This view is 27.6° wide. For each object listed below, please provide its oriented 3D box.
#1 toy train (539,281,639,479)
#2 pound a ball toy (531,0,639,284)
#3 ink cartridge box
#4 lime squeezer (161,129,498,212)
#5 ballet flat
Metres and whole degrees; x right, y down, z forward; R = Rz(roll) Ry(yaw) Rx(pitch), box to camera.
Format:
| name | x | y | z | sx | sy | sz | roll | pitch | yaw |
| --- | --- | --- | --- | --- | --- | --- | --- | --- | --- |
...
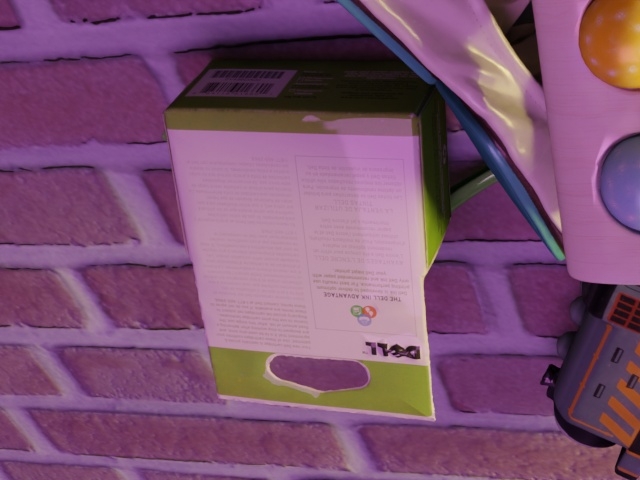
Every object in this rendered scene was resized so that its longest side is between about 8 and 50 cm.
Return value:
| name | x | y | z | sx | sy | sz | roll | pitch | yaw |
| --- | --- | --- | --- | --- | --- | --- | --- | --- | --- |
| toy train | 0.287 | 0.081 | 1.023 | 0.190 | 0.142 | 0.334 | 24 | 145 | 12 |
| pound a ball toy | 0.212 | -0.140 | 0.679 | 0.208 | 0.135 | 0.319 | 1 | 108 | 34 |
| ink cartridge box | 0.000 | 0.000 | 0.988 | 0.188 | 0.097 | 0.255 | 3 | 120 | 17 |
| lime squeezer | 0.023 | -0.033 | 1.038 | 0.310 | 0.059 | 0.110 | 4 | 141 | 18 |
| ballet flat | 0.114 | -0.127 | 0.819 | 0.139 | 0.139 | 0.400 | -15 | 138 | 34 |
